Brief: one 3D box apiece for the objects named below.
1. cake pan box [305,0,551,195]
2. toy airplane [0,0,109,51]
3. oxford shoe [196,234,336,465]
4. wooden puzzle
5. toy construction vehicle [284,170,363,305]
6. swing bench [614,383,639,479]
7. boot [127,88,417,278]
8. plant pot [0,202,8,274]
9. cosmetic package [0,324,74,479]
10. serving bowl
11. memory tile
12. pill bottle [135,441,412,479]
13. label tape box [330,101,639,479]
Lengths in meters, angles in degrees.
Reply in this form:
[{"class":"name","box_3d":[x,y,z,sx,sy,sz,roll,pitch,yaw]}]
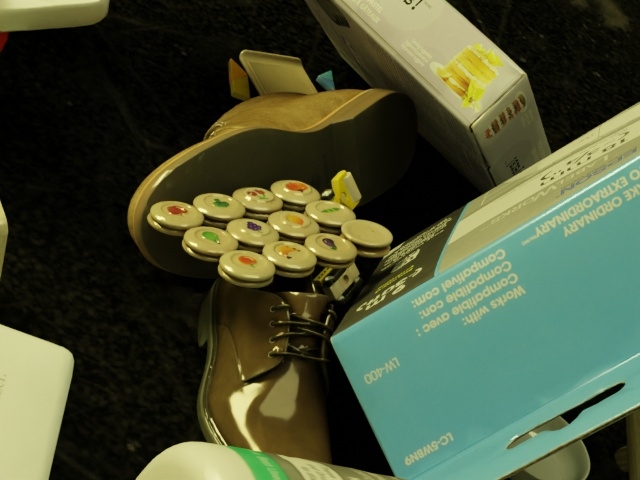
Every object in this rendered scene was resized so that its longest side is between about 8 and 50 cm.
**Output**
[{"class":"cake pan box","box_3d":[0.088,-0.146,1.311,0.246,0.070,0.267,48,0,23]},{"class":"toy airplane","box_3d":[-0.289,-0.282,1.164,0.386,0.272,0.384,37,70,-8]},{"class":"oxford shoe","box_3d":[-0.029,0.081,1.000,0.082,0.096,0.227,14,38,-28]},{"class":"wooden puzzle","box_3d":[-0.035,-0.137,1.361,0.116,0.014,0.078,10,43,-30]},{"class":"toy construction vehicle","box_3d":[0.000,0.000,1.152,0.098,0.035,0.086,-50,122,-40]},{"class":"swing bench","box_3d":[0.308,0.198,1.013,0.253,0.255,0.165,-5,20,-44]},{"class":"boot","box_3d":[-0.055,-0.052,1.183,0.115,0.112,0.305,15,26,33]},{"class":"plant pot","box_3d":[-0.254,-0.003,0.928,0.096,0.109,0.109,-4,46,-26]},{"class":"cosmetic package","box_3d":[-0.356,0.095,0.654,0.453,0.161,0.230,23,34,-14]},{"class":"serving bowl","box_3d":[0.153,0.153,1.113,0.083,0.027,0.083,21,35,-15]},{"class":"memory tile","box_3d":[-0.032,-0.008,1.049,0.148,0.012,0.113,-13,36,-42]},{"class":"pill bottle","box_3d":[0.072,0.230,0.784,0.361,0.204,0.204,14,37,-24]},{"class":"label tape box","box_3d":[0.139,0.030,0.989,0.106,0.240,0.334,57,17,-5]}]
